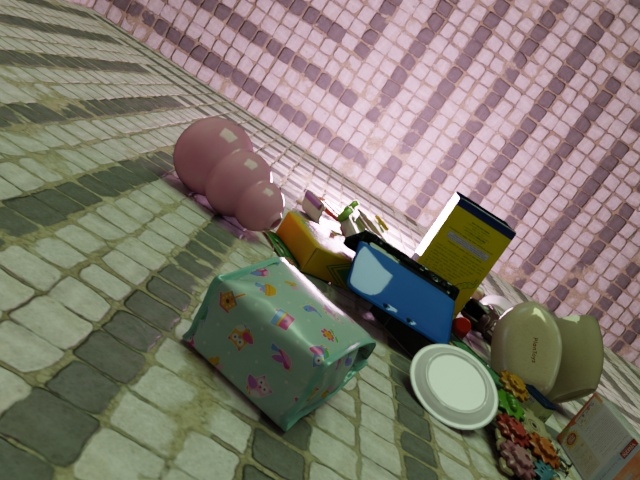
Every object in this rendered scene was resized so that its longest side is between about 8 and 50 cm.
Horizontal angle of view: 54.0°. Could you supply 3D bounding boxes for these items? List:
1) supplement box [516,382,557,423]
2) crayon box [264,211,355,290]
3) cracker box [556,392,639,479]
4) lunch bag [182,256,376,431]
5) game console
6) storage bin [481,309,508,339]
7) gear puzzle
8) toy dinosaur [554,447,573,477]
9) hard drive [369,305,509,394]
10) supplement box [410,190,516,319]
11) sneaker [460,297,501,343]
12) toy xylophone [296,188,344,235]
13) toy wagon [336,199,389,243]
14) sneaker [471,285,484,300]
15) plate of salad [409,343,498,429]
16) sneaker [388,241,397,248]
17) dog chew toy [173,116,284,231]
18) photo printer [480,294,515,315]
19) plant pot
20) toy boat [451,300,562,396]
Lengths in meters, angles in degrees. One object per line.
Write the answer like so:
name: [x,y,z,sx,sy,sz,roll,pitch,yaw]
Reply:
supplement box: [0.505,0.406,1.521,0.056,0.083,0.083,22,18,-41]
crayon box: [0.012,0.034,1.675,0.318,0.081,0.202,23,17,-36]
cracker box: [0.664,0.485,1.467,0.067,0.156,0.232,32,14,-9]
lunch bag: [-0.044,0.144,0.987,0.223,0.160,0.262,37,19,17]
game console: [0.177,0.121,1.558,0.293,0.173,0.250,33,-15,-11]
storage bin: [0.603,0.304,2.038,0.098,0.135,0.091,22,27,-42]
gear puzzle: [0.441,0.391,1.336,0.175,0.044,0.339,34,26,-8]
toy dinosaur: [0.511,0.489,1.389,0.082,0.047,0.090,29,-22,19]
hard drive: [0.296,0.273,1.543,0.237,0.064,0.339,19,19,-48]
supplement box: [0.397,0.057,1.901,0.195,0.357,0.194,33,13,1]
sneaker: [0.494,0.223,1.994,0.162,0.106,0.281,41,1,-12]
toy xylophone: [0.047,-0.090,2.194,0.322,0.081,0.236,18,20,-51]
toy wagon: [0.165,-0.004,2.029,0.267,0.068,0.344,53,18,-5]
sneaker: [0.449,0.189,2.092,0.190,0.071,0.083,-3,19,16]
plate of salad: [0.275,0.306,1.311,0.199,0.048,0.200,12,44,-12]
sneaker: [0.246,0.056,2.183,0.192,0.064,0.086,43,11,23]
dog chew toy: [-0.217,-0.153,1.571,0.332,0.206,0.206,47,17,17]
photo printer: [0.711,0.314,2.286,0.307,0.107,0.256,38,14,18]
plant pot: [0.704,0.363,1.837,0.284,0.284,0.191,20,46,-45]
toy boat: [0.495,0.279,1.721,0.318,0.268,0.148,17,-18,3]
